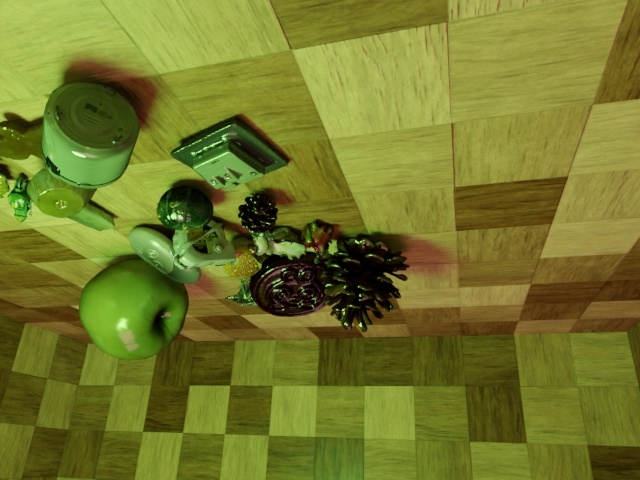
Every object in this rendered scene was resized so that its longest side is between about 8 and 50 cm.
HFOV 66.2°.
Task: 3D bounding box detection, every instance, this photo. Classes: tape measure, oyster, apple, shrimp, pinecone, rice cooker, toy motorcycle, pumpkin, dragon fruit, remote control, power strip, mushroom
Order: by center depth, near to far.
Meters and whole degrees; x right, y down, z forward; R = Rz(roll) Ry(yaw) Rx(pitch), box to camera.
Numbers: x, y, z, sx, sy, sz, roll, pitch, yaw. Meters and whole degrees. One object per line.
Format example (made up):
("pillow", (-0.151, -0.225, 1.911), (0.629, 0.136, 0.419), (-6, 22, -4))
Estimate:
("rice cooker", (-0.579, -0.260, 1.232), (0.226, 0.226, 0.244), (13, 152, -23))
("power strip", (-0.260, -0.222, 1.422), (0.256, 0.092, 0.251), (-17, 146, 29))
("pumpkin", (-0.793, -0.144, 1.534), (0.217, 0.110, 0.217), (-17, 162, -6))
("pumpkin", (-0.451, -0.102, 1.636), (0.190, 0.146, 0.190), (3, 154, 2))
("pinecone", (-0.208, -0.097, 1.644), (0.140, 0.140, 0.121), (11, 144, -19))
("toy motorcycle", (-1.007, -0.140, 1.655), (0.074, 0.106, 0.190), (12, 153, -19))
("mushroom", (-0.870, -0.115, 1.739), (0.099, 0.081, 0.312), (-6, 159, 22))
("tape measure", (-0.440, 0.006, 1.816), (0.236, 0.197, 0.120), (-5, 169, -37))
("dragon fruit", (0.000, 0.000, 1.886), (0.138, 0.175, 0.142), (-4, -173, 38))
("oyster", (-0.173, 0.014, 1.943), (0.259, 0.092, 0.198), (13, 153, -34))
("pinecone", (0.171, 0.187, 1.967), (0.384, 0.385, 0.384), (2, 156, 1))
("remote control", (-0.629, 0.064, 1.992), (0.332, 0.104, 0.221), (41, 146, -22))
("apple", (-0.843, 0.299, 2.212), (0.473, 0.474, 0.474), (2, 156, 1))
("shrimp", (-0.270, 0.245, 2.388), (0.410, 0.166, 0.221), (6, -179, 4))

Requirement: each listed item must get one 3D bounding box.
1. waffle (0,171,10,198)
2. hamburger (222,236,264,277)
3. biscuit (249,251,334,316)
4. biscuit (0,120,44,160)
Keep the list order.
("waffle", (-1.155, -0.218, 1.538), (0.324, 0.068, 0.302), (23, 150, -29))
("hamburger", (-0.320, 0.075, 2.011), (0.172, 0.116, 0.210), (-23, 151, -10))
("biscuit", (-0.115, 0.210, 2.204), (0.407, 0.091, 0.408), (-4, 135, -4))
("biscuit", (-0.802, -0.283, 1.389), (0.301, 0.049, 0.197), (-6, 155, 17))
